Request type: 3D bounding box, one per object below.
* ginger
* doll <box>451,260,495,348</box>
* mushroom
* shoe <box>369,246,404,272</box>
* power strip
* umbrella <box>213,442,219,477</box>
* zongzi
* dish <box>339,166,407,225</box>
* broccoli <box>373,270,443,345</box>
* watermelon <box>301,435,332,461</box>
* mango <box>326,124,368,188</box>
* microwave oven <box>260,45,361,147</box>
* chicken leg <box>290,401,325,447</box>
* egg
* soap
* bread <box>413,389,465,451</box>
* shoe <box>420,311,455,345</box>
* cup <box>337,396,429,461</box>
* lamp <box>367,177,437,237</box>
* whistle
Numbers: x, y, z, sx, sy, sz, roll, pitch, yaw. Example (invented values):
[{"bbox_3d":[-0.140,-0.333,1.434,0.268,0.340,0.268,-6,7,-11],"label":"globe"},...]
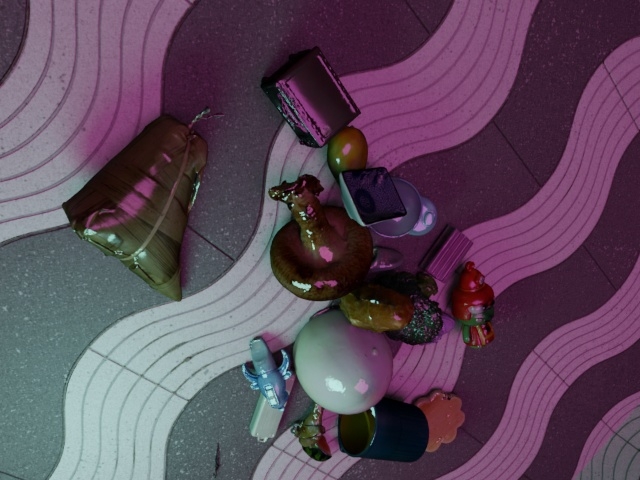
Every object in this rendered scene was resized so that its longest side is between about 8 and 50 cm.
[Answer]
[{"bbox_3d":[0.161,0.214,1.553,0.172,0.321,0.165,-39,131,-25],"label":"ginger"},{"bbox_3d":[0.613,0.251,1.834,0.183,0.160,0.362,-20,111,-29],"label":"doll"},{"bbox_3d":[0.016,-0.001,1.442,0.331,0.334,0.356,-15,145,-34],"label":"mushroom"},{"bbox_3d":[0.215,0.063,1.666,0.195,0.079,0.078,-14,125,-11],"label":"shoe"},{"bbox_3d":[-0.176,0.594,1.706,0.098,0.058,0.338,15,101,-23],"label":"power strip"},{"bbox_3d":[-0.390,0.834,1.723,0.022,0.022,0.148,-6,111,-47],"label":"umbrella"},{"bbox_3d":[-0.415,-0.112,1.360,0.500,0.218,0.467,-50,143,-13],"label":"zongzi"},{"bbox_3d":[0.150,-0.131,1.443,0.243,0.080,0.181,-15,78,-46],"label":"dish"},{"bbox_3d":[0.337,0.242,1.687,0.297,0.298,0.297,-28,116,-34],"label":"broccoli"},{"bbox_3d":[-0.015,0.815,1.839,0.094,0.125,0.135,-31,99,-41],"label":"watermelon"},{"bbox_3d":[0.094,-0.256,1.466,0.156,0.114,0.251,-66,154,-25],"label":"mango"},{"bbox_3d":[-0.039,-0.417,1.361,0.188,0.178,0.247,-42,116,-4],"label":"microwave oven"},{"bbox_3d":[-0.029,0.707,1.767,0.196,0.125,0.080,-56,155,5],"label":"chicken leg"},{"bbox_3d":[0.102,0.454,1.611,0.355,0.340,0.354,-6,109,-17],"label":"egg"},{"bbox_3d":[0.489,0.055,1.776,0.122,0.065,0.203,34,93,-26],"label":"soap"},{"bbox_3d":[0.509,0.801,2.033,0.316,0.054,0.315,-6,108,-20],"label":"bread"},{"bbox_3d":[0.447,0.357,1.820,0.245,0.137,0.095,-5,113,-19],"label":"shoe"},{"bbox_3d":[0.244,0.776,1.823,0.292,0.242,0.307,20,96,-27],"label":"cup"},{"bbox_3d":[0.274,-0.106,1.598,0.284,0.147,0.209,15,96,-25],"label":"lamp"},{"bbox_3d":[-0.181,0.474,1.608,0.180,0.093,0.269,-21,81,14],"label":"whistle"}]
